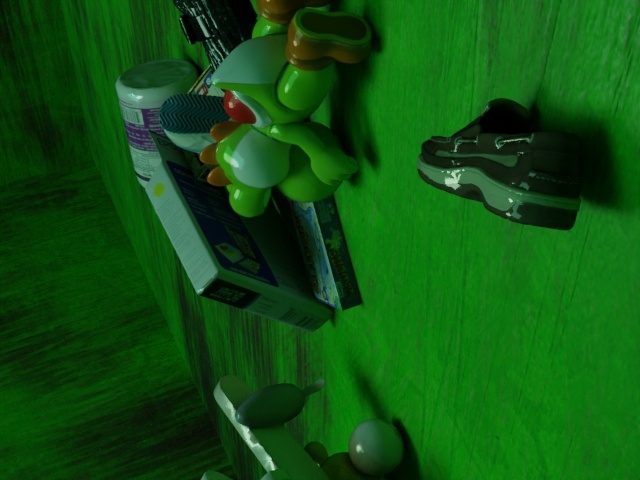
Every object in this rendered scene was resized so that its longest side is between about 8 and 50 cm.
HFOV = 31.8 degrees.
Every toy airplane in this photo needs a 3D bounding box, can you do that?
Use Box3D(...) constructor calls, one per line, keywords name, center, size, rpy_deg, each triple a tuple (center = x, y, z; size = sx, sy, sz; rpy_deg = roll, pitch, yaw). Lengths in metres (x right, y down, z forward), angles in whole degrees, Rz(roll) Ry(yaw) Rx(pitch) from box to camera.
Box3D(name="toy airplane", center=(0.008, 0.372, 1.688), size=(0.386, 0.272, 0.384), rpy_deg=(42, -175, -15))

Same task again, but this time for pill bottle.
Box3D(name="pill bottle", center=(-0.303, -0.200, 2.273), size=(0.169, 0.169, 0.301), rpy_deg=(-132, 28, -54))

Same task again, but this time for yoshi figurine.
Box3D(name="yoshi figurine", center=(-0.021, -0.173, 1.459), size=(0.203, 0.203, 0.362), rpy_deg=(28, 137, 5))

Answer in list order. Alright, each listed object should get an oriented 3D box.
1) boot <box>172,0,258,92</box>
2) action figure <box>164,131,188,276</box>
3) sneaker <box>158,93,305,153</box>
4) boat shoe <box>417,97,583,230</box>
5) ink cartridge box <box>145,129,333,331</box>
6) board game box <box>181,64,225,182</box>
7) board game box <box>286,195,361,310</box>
Box3D(name="boot", center=(-0.158, -0.364, 1.685), size=(0.260, 0.131, 0.348), rpy_deg=(52, -166, -17))
Box3D(name="action figure", center=(-0.194, -0.100, 2.051), size=(0.341, 0.178, 0.330), rpy_deg=(117, 151, -85))
Box3D(name="sneaker", center=(-0.121, -0.164, 1.674), size=(0.092, 0.229, 0.087), rpy_deg=(79, -156, -75))
Box3D(name="boat shoe", center=(0.167, -0.081, 1.023), size=(0.257, 0.095, 0.095), rpy_deg=(-145, 63, -66))
Box3D(name="ink cartridge box", center=(-0.143, -0.011, 1.820), size=(0.303, 0.072, 0.307), rpy_deg=(22, -151, -51))
Box3D(name="board game box", center=(-0.154, -0.209, 1.784), size=(0.193, 0.045, 0.147), rpy_deg=(-47, 52, 25))
Box3D(name="board game box", center=(0.000, 0.000, 1.725), size=(0.136, 0.035, 0.201), rpy_deg=(-165, 58, -71))
